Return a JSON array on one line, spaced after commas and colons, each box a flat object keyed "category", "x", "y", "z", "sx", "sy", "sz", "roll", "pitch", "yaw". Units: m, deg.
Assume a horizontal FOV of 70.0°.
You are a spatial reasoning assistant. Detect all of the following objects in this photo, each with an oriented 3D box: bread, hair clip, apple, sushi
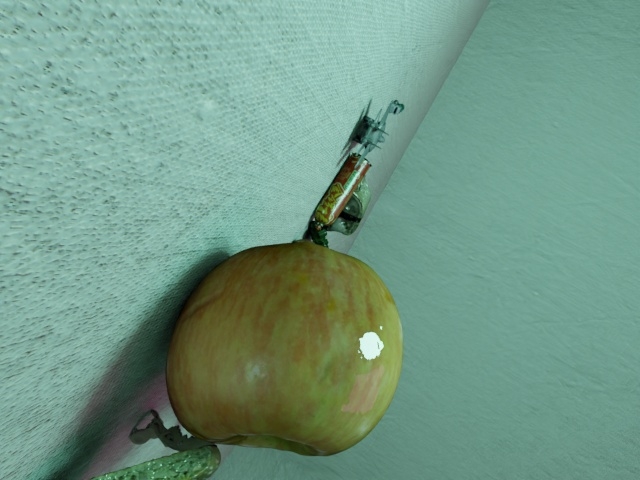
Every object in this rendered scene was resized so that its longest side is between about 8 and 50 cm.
[{"category": "bread", "x": -0.299, "y": 0.386, "z": 0.693, "sx": 0.286, "sy": 0.056, "sz": 0.207, "roll": -4, "pitch": 147, "yaw": -30}, {"category": "hair clip", "x": -0.277, "y": 0.370, "z": 0.849, "sx": 0.072, "sy": 0.226, "sz": 0.034, "roll": -43, "pitch": 119, "yaw": -39}, {"category": "apple", "x": -0.054, "y": 0.182, "z": 0.800, "sx": 0.391, "sy": 0.391, "sz": 0.347, "roll": 103, "pitch": -3, "yaw": -64}, {"category": "sushi", "x": 0.114, "y": -0.109, "z": 1.543, "sx": 0.273, "sy": 0.109, "sz": 0.134, "roll": -49, "pitch": -177, "yaw": 43}]

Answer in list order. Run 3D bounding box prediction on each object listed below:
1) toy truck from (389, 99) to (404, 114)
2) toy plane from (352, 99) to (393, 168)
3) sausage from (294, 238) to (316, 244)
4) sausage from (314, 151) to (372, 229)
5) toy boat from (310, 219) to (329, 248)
[{"category": "toy truck", "x": 0.273, "y": -0.473, "z": 1.636, "sx": 0.083, "sy": 0.044, "sz": 0.039, "roll": -47, "pitch": 162, "yaw": -58}, {"category": "toy plane", "x": 0.156, "y": -0.318, "z": 1.371, "sx": 0.212, "sy": 0.088, "sz": 0.267, "roll": -61, "pitch": 180, "yaw": 15}, {"category": "sausage", "x": -0.038, "y": 0.074, "z": 1.499, "sx": 0.094, "sy": 0.094, "sz": 0.419, "roll": -40, "pitch": 170, "yaw": -6}, {"category": "sausage", "x": 0.060, "y": -0.142, "z": 1.394, "sx": 0.264, "sy": 0.083, "sz": 0.083, "roll": -58, "pitch": 172, "yaw": -10}, {"category": "toy boat", "x": 0.000, "y": 0.000, "z": 1.483, "sx": 0.052, "sy": 0.104, "sz": 0.210, "roll": -26, "pitch": 167, "yaw": -2}]
